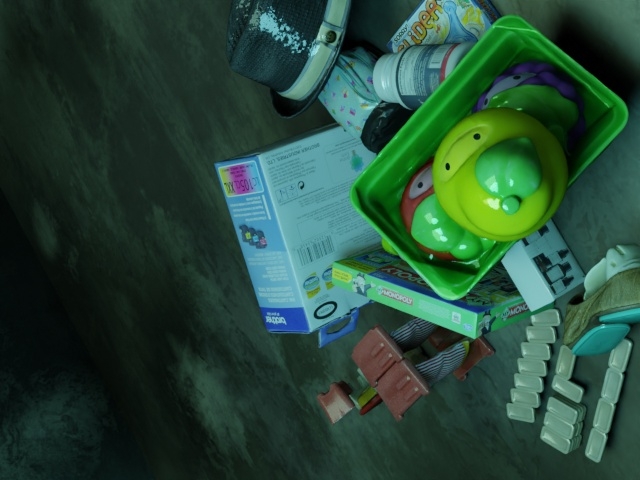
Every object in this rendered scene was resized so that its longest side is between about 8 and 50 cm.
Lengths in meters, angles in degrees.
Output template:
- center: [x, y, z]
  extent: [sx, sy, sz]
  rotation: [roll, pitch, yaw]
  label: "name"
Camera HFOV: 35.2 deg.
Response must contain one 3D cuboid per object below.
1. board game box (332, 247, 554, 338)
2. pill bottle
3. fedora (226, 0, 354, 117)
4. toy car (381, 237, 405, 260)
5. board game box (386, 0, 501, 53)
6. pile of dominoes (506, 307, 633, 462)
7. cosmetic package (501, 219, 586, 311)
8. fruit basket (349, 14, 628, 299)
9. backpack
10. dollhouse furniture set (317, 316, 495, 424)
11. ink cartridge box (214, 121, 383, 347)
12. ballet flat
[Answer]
- center: [0.205, 0.075, 1.711]
  extent: [0.317, 0.213, 0.046]
  rotation: [19, 114, 43]
  label: "board game box"
- center: [0.175, -0.258, 1.599]
  extent: [0.180, 0.108, 0.108]
  rotation: [10, 116, 48]
  label: "pill bottle"
- center: [-0.069, -0.386, 1.745]
  extent: [0.334, 0.152, 0.334]
  rotation: [-39, 45, 54]
  label: "fedora"
- center: [0.202, -0.057, 1.721]
  extent: [0.155, 0.149, 0.188]
  rotation: [22, 114, 54]
  label: "toy car"
- center: [0.204, -0.330, 1.644]
  extent: [0.136, 0.035, 0.201]
  rotation: [57, 141, 11]
  label: "board game box"
- center: [0.422, 0.235, 1.706]
  extent: [0.196, 0.040, 0.251]
  rotation: [29, 121, 40]
  label: "pile of dominoes"
- center: [0.324, -0.015, 1.621]
  extent: [0.060, 0.099, 0.239]
  rotation: [-38, 80, 49]
  label: "cosmetic package"
- center: [0.228, -0.107, 1.392]
  extent: [0.283, 0.392, 0.392]
  rotation: [47, 139, 23]
  label: "fruit basket"
- center: [0.074, -0.259, 1.772]
  extent: [0.182, 0.115, 0.152]
  rotation: [53, 144, 21]
  label: "backpack"
- center: [0.135, 0.271, 1.912]
  extent: [0.152, 0.201, 0.374]
  rotation: [53, 140, 16]
  label: "dollhouse furniture set"
- center: [0.000, 0.000, 1.870]
  extent: [0.151, 0.270, 0.395]
  rotation: [-6, 104, 53]
  label: "ink cartridge box"
- center: [0.439, 0.077, 1.472]
  extent: [0.342, 0.116, 0.124]
  rotation: [106, 161, -72]
  label: "ballet flat"
